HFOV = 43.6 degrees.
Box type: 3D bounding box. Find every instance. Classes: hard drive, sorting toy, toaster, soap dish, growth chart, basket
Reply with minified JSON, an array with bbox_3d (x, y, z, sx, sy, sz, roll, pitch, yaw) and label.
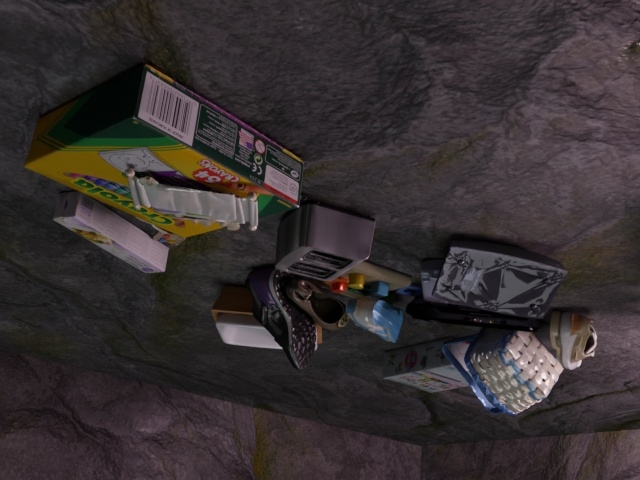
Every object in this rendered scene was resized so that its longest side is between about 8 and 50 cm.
[{"bbox_3d":[0.384,0.080,1.738,0.254,0.054,0.172,12,132,-1],"label":"hard drive"},{"bbox_3d":[0.096,0.110,1.970,0.347,0.047,0.196,19,154,-29],"label":"sorting toy"},{"bbox_3d":[0.000,0.000,1.648,0.185,0.110,0.168,15,155,-21],"label":"toaster"},{"bbox_3d":[-0.138,0.212,2.179,0.290,0.118,0.229,5,157,3],"label":"soap dish"},{"bbox_3d":[-0.218,-0.063,1.385,0.237,0.021,0.172,10,159,-10],"label":"growth chart"},{"bbox_3d":[0.495,0.354,2.189,0.255,0.201,0.289,52,139,-7],"label":"basket"},{"bbox_3d":[-0.343,-0.008,1.836,0.062,0.012,0.083,18,155,-27],"label":"sorting toy"}]

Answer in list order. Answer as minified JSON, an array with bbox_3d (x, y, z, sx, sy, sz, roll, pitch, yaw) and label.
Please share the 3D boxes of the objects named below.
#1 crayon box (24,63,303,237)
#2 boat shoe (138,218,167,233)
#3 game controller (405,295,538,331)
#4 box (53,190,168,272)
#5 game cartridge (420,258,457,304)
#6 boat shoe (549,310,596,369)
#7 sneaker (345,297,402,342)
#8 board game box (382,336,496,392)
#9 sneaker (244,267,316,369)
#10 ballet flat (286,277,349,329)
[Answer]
[{"bbox_3d":[-0.266,-0.132,1.395,0.313,0.106,0.363,-14,150,39],"label":"crayon box"},{"bbox_3d":[-0.358,-0.059,1.681,0.043,0.049,0.137,-46,137,7],"label":"boat shoe"},{"bbox_3d":[0.379,0.193,2.011,0.319,0.067,0.166,6,-169,-11],"label":"game controller"},{"bbox_3d":[-0.459,-0.013,1.784,0.063,0.067,0.324,-5,156,25],"label":"box"},{"bbox_3d":[0.386,0.104,1.882,0.294,0.060,0.196,2,154,10],"label":"game cartridge"},{"bbox_3d":[0.686,0.278,2.149,0.103,0.113,0.302,1,157,24],"label":"boat shoe"},{"bbox_3d":[0.143,0.196,2.039,0.092,0.087,0.228,8,161,29],"label":"sneaker"},{"bbox_3d":[0.379,0.398,2.534,0.224,0.098,0.303,22,151,-32],"label":"board game box"},{"bbox_3d":[-0.103,0.194,2.025,0.124,0.107,0.283,-3,112,35],"label":"sneaker"},{"bbox_3d":[0.006,0.164,2.009,0.058,0.084,0.250,14,161,42],"label":"ballet flat"}]
